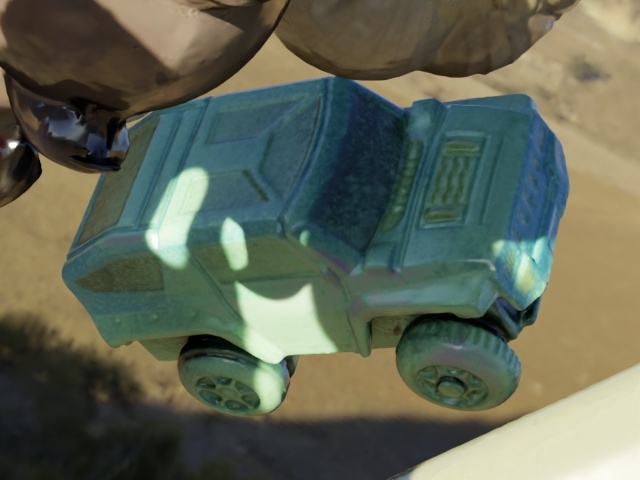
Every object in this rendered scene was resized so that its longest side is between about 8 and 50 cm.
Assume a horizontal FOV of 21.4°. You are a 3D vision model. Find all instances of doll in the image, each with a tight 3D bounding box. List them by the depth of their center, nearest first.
[{"bbox_3d":[-0.083,-0.108,0.598,0.117,0.182,0.257,9,-13,-26],"label":"doll"}]

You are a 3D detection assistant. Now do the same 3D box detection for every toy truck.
[{"bbox_3d":[0.000,0.000,0.950,0.279,0.155,0.156,-6,-39,33],"label":"toy truck"}]

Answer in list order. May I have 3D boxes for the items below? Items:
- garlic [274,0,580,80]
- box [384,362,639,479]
[{"bbox_3d":[0.044,-0.168,0.716,0.228,0.228,0.152,22,20,-25],"label":"garlic"},{"bbox_3d":[0.193,0.197,0.607,0.177,0.343,0.352,52,16,-74],"label":"box"}]
